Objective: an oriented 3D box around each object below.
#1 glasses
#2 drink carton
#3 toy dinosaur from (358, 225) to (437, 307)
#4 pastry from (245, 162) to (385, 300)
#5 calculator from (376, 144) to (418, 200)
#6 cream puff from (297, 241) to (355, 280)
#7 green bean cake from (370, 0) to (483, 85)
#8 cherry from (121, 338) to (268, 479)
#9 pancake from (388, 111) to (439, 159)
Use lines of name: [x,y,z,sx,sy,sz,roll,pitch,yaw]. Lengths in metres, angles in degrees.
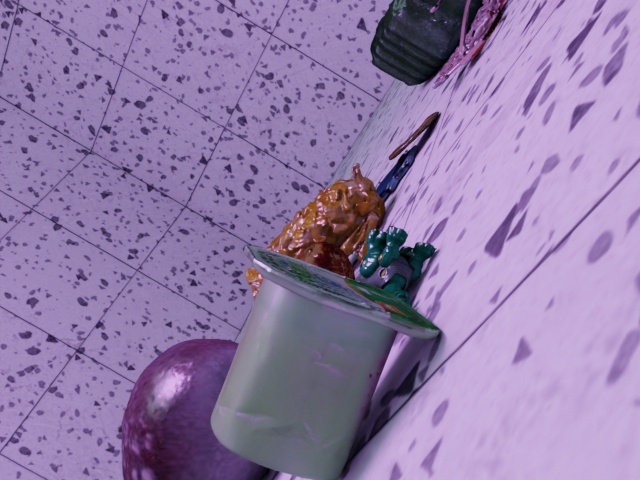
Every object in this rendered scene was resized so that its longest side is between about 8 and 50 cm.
glasses: [0.228,-0.351,1.297,0.255,0.095,0.162,-57,-1,-20]
drink carton: [-0.013,0.095,0.637,0.146,0.144,0.142,-135,67,-76]
toy dinosaur: [0.058,0.042,0.774,0.096,0.059,0.132,-66,14,-17]
pastry: [0.000,0.000,1.239,0.250,0.102,0.154,-42,13,20]
calculator: [0.116,-0.099,1.333,0.141,0.019,0.094,-52,8,48]
cream puff: [-0.006,0.073,1.096,0.149,0.085,0.149,-62,6,11]
green bean cake: [0.239,-0.502,1.731,0.300,0.169,0.308,-60,3,-8]
cherry: [-0.134,0.214,0.953,0.213,0.184,0.265,111,171,-61]
pancake: [0.149,-0.166,1.311,0.115,0.011,0.115,-45,3,3]
